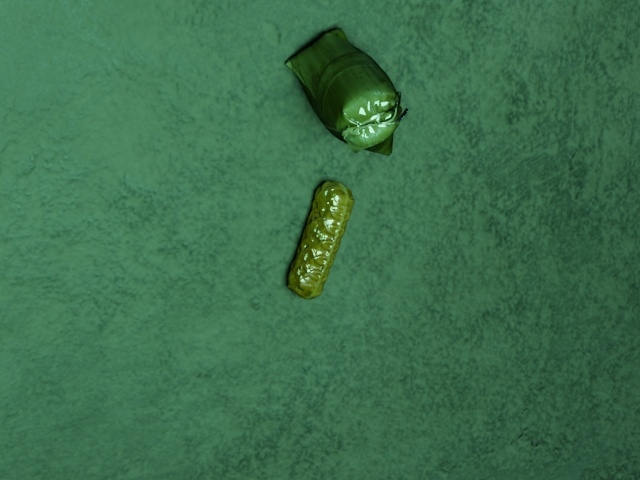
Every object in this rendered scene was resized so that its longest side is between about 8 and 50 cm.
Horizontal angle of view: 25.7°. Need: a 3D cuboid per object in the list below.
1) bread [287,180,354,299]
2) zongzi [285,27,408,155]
[{"bbox_3d":[0.000,0.000,1.768,0.052,0.044,0.157,13,103,-29],"label":"bread"},{"bbox_3d":[0.066,-0.128,1.661,0.094,0.205,0.204,-34,126,0],"label":"zongzi"}]
